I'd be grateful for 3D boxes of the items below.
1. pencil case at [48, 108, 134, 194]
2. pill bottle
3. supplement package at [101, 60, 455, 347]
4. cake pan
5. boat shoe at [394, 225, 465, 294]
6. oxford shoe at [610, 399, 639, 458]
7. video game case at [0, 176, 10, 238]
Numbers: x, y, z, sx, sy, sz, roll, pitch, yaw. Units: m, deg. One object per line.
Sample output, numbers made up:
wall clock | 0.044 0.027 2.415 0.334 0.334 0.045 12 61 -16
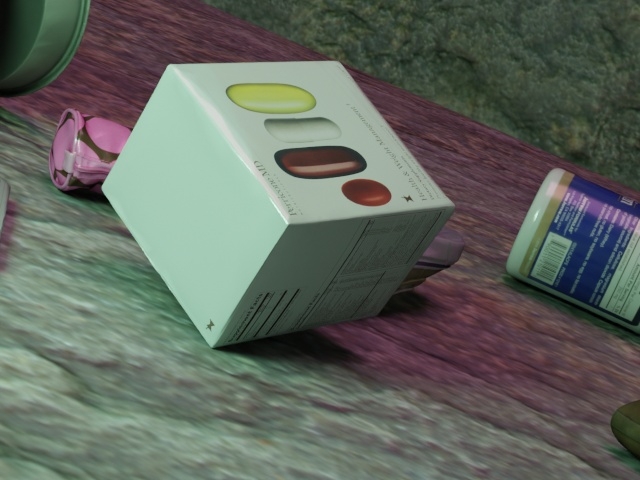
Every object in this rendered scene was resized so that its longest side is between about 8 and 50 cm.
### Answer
pencil case | -0.166 -0.063 1.593 0.209 0.095 0.098 16 30 -19
pill bottle | 0.380 0.027 1.996 0.264 0.153 0.153 25 13 8
supplement package | -0.037 -0.039 1.367 0.203 0.149 0.194 -8 52 -45
cake pan | -0.382 -0.299 1.758 0.293 0.293 0.054 28 28 23
boat shoe | 0.053 0.014 1.621 0.109 0.094 0.302 34 15 23
oxford shoe | 0.362 0.176 1.522 0.227 0.083 0.096 12 12 -44
video game case | -0.340 -0.076 1.324 0.193 0.023 0.212 45 7 -17
